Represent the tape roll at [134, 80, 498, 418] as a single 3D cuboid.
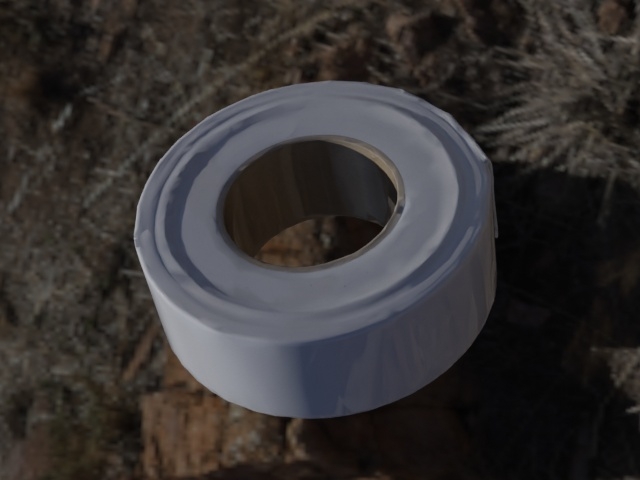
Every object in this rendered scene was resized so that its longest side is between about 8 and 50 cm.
[{"bbox_3d":[0.000,0.000,1.166,0.286,0.286,0.100,48,160,40],"label":"tape roll"}]
